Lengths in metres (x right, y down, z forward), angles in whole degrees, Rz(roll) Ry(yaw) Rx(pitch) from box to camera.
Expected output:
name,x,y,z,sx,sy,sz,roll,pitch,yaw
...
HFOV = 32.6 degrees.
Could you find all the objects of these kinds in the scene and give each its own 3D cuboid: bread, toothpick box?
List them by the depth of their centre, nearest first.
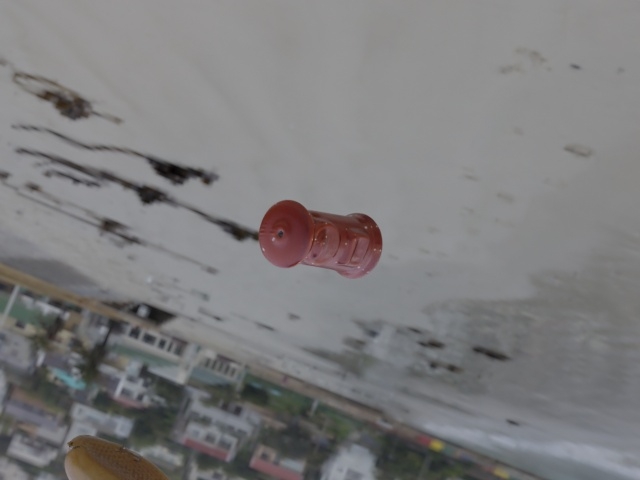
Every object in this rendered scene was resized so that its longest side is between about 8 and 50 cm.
name,x,y,z,sx,sy,sz,roll,pitch,yaw
toothpick box,0.000,0.000,0.729,0.047,0.047,0.083,15,-176,38
bread,-0.291,0.348,1.569,0.189,0.077,0.114,32,-153,-20
